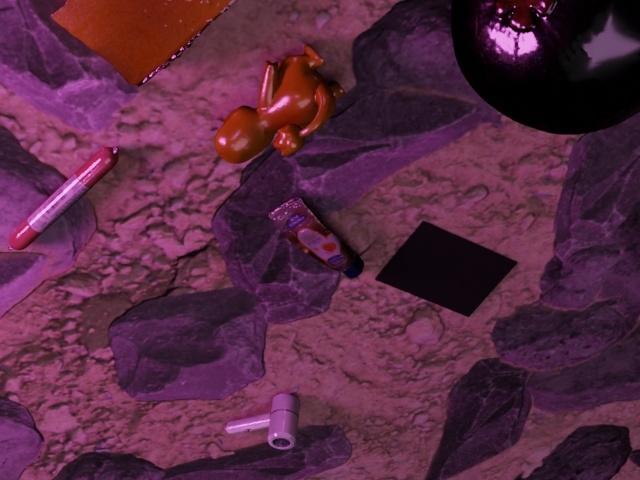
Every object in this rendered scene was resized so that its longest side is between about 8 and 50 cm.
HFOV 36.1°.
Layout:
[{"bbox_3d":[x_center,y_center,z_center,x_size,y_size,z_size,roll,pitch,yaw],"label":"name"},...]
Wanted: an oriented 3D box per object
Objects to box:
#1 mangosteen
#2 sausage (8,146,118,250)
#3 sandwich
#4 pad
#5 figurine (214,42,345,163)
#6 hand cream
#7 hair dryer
[{"bbox_3d":[0.302,-0.248,1.128,0.302,0.275,0.275,-3,139,-52],"label":"mangosteen"},{"bbox_3d":[-0.339,-0.053,1.289,0.223,0.029,0.029,-38,127,20],"label":"sausage"},{"bbox_3d":[-0.198,-0.286,1.102,0.193,0.058,0.162,-36,127,21],"label":"sandwich"},{"bbox_3d":[0.193,0.047,1.500,0.190,0.004,0.127,22,122,-26],"label":"pad"},{"bbox_3d":[-0.052,-0.146,1.209,0.176,0.122,0.121,-31,131,14],"label":"figurine"},{"bbox_3d":[0.000,0.000,1.400,0.062,0.039,0.163,-27,129,32],"label":"hand cream"},{"bbox_3d":[-0.100,0.306,1.618,0.137,0.082,0.047,-14,133,21],"label":"hair dryer"}]
